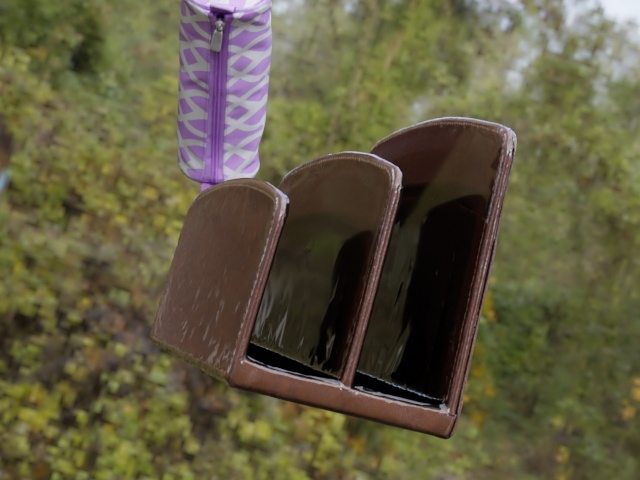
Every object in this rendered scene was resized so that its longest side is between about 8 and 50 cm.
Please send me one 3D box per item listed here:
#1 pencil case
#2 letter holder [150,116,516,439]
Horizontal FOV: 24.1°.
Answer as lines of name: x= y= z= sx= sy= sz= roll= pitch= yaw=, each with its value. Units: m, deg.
pencil case: x=-0.088 y=-0.146 z=1.361 sx=0.086 sy=0.206 sz=0.088 roll=0 pitch=38 yaw=-5
letter holder: x=0.000 y=0.000 z=1.061 sx=0.152 sy=0.214 sz=0.302 roll=15 pitch=-3 yaw=-15
